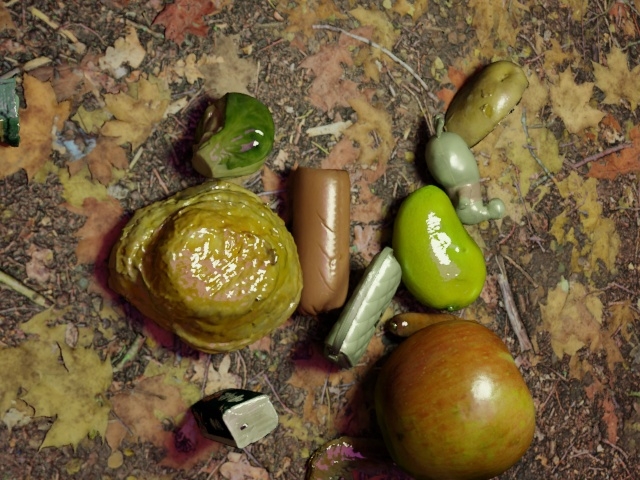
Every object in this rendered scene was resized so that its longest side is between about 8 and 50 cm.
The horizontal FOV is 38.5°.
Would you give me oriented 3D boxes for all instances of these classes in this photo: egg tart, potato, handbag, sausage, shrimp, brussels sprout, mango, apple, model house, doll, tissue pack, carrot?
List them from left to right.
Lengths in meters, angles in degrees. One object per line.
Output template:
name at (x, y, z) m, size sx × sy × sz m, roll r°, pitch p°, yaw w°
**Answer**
model house at (-0.584, -0.219, 1.543) m, size 0.149 × 0.148 × 0.119 m, roll -2°, pitch 94°, yaw -15°
egg tart at (-0.190, 0.038, 1.719) m, size 0.351 × 0.153 × 0.339 m, roll 45°, pitch 69°, yaw -7°
tissue pack at (-0.162, 0.331, 1.724) m, size 0.103 × 0.170 × 0.090 m, roll -23°, pitch 98°, yaw -28°
brussels sprout at (-0.163, -0.194, 1.764) m, size 0.145 × 0.131 × 0.183 m, roll 25°, pitch 72°, yaw -20°
sausage at (0.000, 0.001, 1.853) m, size 0.121 × 0.121 × 0.304 m, roll 1°, pitch 90°, yaw -28°
shrimp at (0.085, 0.498, 1.921) m, size 0.253 × 0.058 × 0.173 m, roll 18°, pitch 88°, yaw -23°
handbag at (0.088, 0.133, 1.843) m, size 0.079 × 0.219 × 0.256 m, roll 27°, pitch 74°, yaw 10°
mango at (0.244, 0.028, 1.968) m, size 0.185 × 0.149 × 0.273 m, roll -36°, pitch 99°, yaw -17°
carrot at (0.254, 0.186, 2.021) m, size 0.248 × 0.059 × 0.059 m, roll 2°, pitch 87°, yaw -32°
apple at (0.267, 0.334, 1.870) m, size 0.339 × 0.339 × 0.339 m, roll 1°, pitch 88°, yaw -28°
doll at (0.299, -0.140, 2.012) m, size 0.113 × 0.155 × 0.275 m, roll -32°, pitch 100°, yaw 16°
potato at (0.376, -0.319, 2.059) m, size 0.098 × 0.138 × 0.243 m, roll 41°, pitch 68°, yaw -16°
